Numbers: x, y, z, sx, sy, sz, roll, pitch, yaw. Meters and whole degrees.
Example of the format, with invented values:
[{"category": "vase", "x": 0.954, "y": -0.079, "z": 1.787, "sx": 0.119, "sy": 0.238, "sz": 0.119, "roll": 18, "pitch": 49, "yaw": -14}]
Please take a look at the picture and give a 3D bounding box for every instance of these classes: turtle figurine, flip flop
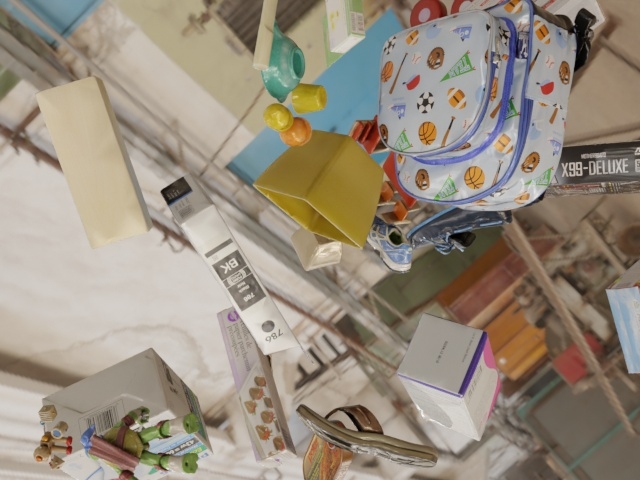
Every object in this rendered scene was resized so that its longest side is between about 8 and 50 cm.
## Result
[{"category": "turtle figurine", "x": -0.404, "y": 0.501, "z": 1.768, "sx": 0.198, "sy": 0.266, "sz": 0.275, "roll": -74, "pitch": -33, "yaw": -49}, {"category": "flip flop", "x": 0.088, "y": 0.354, "z": 1.381, "sx": 0.277, "sy": 0.080, "sz": 0.112, "roll": 14, "pitch": 156, "yaw": 8}]

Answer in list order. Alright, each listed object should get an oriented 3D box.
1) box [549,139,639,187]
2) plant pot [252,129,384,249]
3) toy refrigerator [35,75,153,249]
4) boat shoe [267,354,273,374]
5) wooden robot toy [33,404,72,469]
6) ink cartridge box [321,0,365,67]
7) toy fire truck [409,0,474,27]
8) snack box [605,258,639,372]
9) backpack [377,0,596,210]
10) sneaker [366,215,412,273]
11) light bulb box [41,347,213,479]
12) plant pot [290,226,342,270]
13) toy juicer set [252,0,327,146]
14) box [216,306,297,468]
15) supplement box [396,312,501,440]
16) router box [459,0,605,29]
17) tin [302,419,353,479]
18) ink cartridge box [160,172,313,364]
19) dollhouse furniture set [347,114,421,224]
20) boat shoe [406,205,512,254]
[{"category": "box", "x": 0.537, "y": -0.134, "z": 1.440, "sx": 0.307, "sy": 0.242, "sz": 0.076, "roll": 2, "pitch": -93, "yaw": -66}, {"category": "plant pot", "x": 0.016, "y": -0.130, "z": 1.668, "sx": 0.212, "sy": 0.187, "sz": 0.212, "roll": 40, "pitch": 167, "yaw": -38}, {"category": "toy refrigerator", "x": -0.379, "y": -0.132, "z": 1.253, "sx": 0.094, "sy": 0.102, "sz": 0.269, "roll": -134, "pitch": 25, "yaw": -79}, {"category": "boat shoe", "x": -0.158, "y": 0.331, "z": 2.083, "sx": 0.049, "sy": 0.043, "sz": 0.137, "roll": 11, "pitch": -115, "yaw": -38}, {"category": "wooden robot toy", "x": -0.602, "y": 0.458, "z": 1.639, "sx": 0.076, "sy": 0.173, "sz": 0.079, "roll": 8, "pitch": -159, "yaw": 4}, {"category": "ink cartridge box", "x": 0.044, "y": -0.617, "z": 2.115, "sx": 0.235, "sy": 0.056, "sz": 0.171, "roll": -20, "pitch": 73, "yaw": 59}, {"category": "toy fire truck", "x": 0.353, "y": -0.482, "z": 1.885, "sx": 0.302, "sy": 0.254, "sz": 0.169, "roll": 4, "pitch": 175, "yaw": 44}, {"category": "snack box", "x": 0.645, "y": 0.137, "z": 1.433, "sx": 0.207, "sy": 0.070, "sz": 0.174, "roll": -26, "pitch": -80, "yaw": -45}, {"category": "backpack", "x": 0.205, "y": -0.171, "z": 0.989, "sx": 0.213, "sy": 0.263, "sz": 0.276, "roll": -1, "pitch": 180, "yaw": -35}, {"category": "sneaker", "x": 0.159, "y": -0.015, "z": 1.778, "sx": 0.080, "sy": 0.081, "sz": 0.211, "roll": -14, "pitch": -134, "yaw": -33}, {"category": "light bulb box", "x": -0.558, "y": 0.551, "z": 2.176, "sx": 0.361, "sy": 0.358, "sz": 0.225, "roll": 66, "pitch": 178, "yaw": -52}, {"category": "plant pot", "x": 0.000, "y": 0.000, "z": 1.933, "sx": 0.109, "sy": 0.109, "sz": 0.096, "roll": 64, "pitch": 150, "yaw": 24}, {"category": "toy juicer set", "x": -0.093, "y": -0.327, "z": 1.474, "sx": 0.089, "sy": 0.209, "sz": 0.329, "roll": 2, "pitch": 146, "yaw": 23}, {"category": "box", "x": -0.126, "y": 0.275, "z": 1.427, "sx": 0.067, "sy": 0.063, "sz": 0.324, "roll": 58, "pitch": -171, "yaw": -57}, {"category": "supplement box", "x": 0.214, "y": 0.224, "z": 1.192, "sx": 0.114, "sy": 0.111, "sz": 0.220, "roll": 15, "pitch": 154, "yaw": 29}, {"category": "router box", "x": 0.362, "y": -0.413, "z": 1.539, "sx": 0.082, "sy": 0.335, "sz": 0.301, "roll": 49, "pitch": -174, "yaw": -30}, {"category": "tin", "x": 0.014, "y": 0.458, "z": 1.547, "sx": 0.040, "sy": 0.190, "sz": 0.106, "roll": -4, "pitch": -142, "yaw": -36}, {"category": "ink cartridge box", "x": -0.131, "y": 0.061, "z": 1.162, "sx": 0.333, "sy": 0.065, "sz": 0.165, "roll": 60, "pitch": 171, "yaw": -29}, {"category": "dollhouse furniture set", "x": 0.190, "y": -0.204, "z": 1.934, "sx": 0.135, "sy": 0.262, "sz": 0.259, "roll": -9, "pitch": -126, "yaw": -34}, {"category": "boat shoe", "x": 0.267, "y": -0.020, "z": 1.461, "sx": 0.258, "sy": 0.109, "sz": 0.089, "roll": -34, "pitch": 79, "yaw": 56}]
